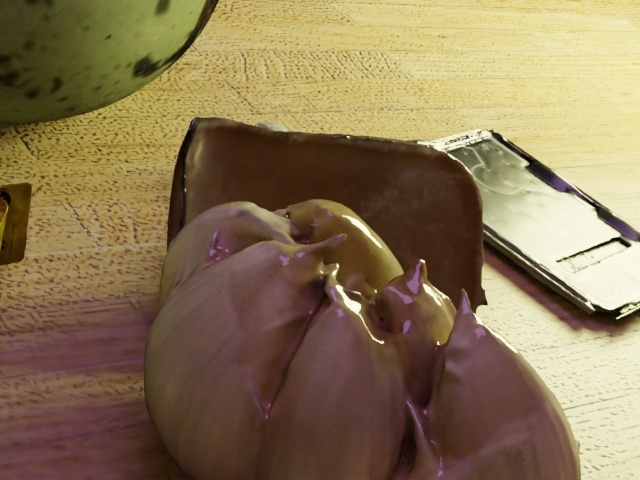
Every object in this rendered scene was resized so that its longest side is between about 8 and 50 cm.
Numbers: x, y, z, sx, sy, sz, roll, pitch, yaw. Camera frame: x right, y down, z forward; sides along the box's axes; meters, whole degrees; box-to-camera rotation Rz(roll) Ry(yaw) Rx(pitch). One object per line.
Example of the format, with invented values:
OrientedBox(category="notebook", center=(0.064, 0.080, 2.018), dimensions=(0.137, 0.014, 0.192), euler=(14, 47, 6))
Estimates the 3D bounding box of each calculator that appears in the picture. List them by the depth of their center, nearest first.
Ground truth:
OrientedBox(category="calculator", center=(0.202, -0.021, 1.186), dimensions=(0.274, 0.028, 0.165), euler=(39, 36, 29))

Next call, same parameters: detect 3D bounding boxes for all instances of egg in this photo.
OrientedBox(category="egg", center=(-0.232, -0.243, 1.047), dimensions=(0.287, 0.288, 0.379), euler=(31, 33, 19))

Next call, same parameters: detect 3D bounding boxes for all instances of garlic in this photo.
OrientedBox(category="garlic", center=(0.001, 0.082, 0.748), dimensions=(0.184, 0.203, 0.281), euler=(-25, 53, -26))

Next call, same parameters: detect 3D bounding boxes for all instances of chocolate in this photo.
OrientedBox(category="chocolate", center=(-0.002, 0.000, 0.956), dimensions=(0.261, 0.161, 0.083), euler=(8, -5, -28))

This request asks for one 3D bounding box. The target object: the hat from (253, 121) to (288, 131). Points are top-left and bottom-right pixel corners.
OrientedBox(category="hat", center=(-0.020, -0.049, 1.071), dimensions=(0.112, 0.094, 0.162), euler=(2, 18, -30))

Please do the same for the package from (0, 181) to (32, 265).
OrientedBox(category="package", center=(-0.233, 0.014, 0.846), dimensions=(0.047, 0.071, 0.131), euler=(14, 32, -2))
